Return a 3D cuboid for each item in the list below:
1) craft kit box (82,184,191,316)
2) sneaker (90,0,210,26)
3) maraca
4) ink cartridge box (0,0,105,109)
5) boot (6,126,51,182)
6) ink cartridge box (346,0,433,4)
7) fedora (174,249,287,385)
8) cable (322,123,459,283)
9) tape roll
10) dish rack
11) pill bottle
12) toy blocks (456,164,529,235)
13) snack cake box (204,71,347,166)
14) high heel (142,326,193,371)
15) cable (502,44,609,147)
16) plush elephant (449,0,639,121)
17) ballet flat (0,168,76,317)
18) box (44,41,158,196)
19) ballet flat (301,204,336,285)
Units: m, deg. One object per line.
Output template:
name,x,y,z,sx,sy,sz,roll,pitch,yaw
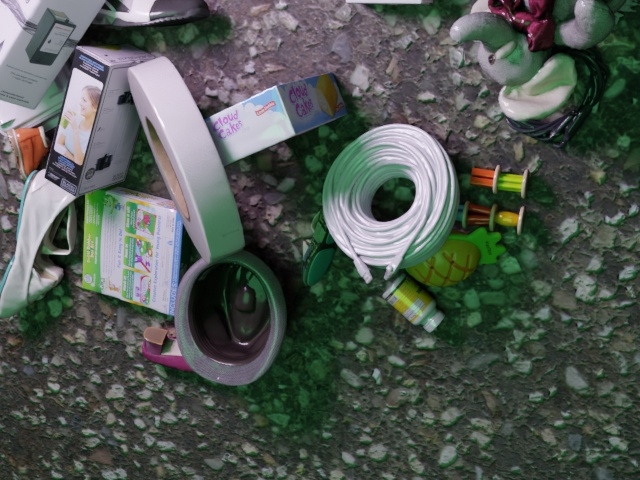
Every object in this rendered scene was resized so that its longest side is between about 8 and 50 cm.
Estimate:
craft kit box,-0.403,0.018,1.707,0.247,0.061,0.250,15,112,14
sneaker,-0.363,-0.481,1.489,0.330,0.122,0.146,9,107,22
maraca,0.244,0.027,1.427,0.186,0.099,0.127,-16,142,15
ink cartridge box,-0.551,-0.431,1.470,0.289,0.121,0.211,-48,57,21
boot,-0.633,-0.186,1.724,0.059,0.085,0.158,57,155,32
ink cartridge box,0.120,-0.499,1.317,0.140,0.082,0.190,7,107,20
fedora,-0.168,0.145,1.596,0.244,0.124,0.275,5,100,18
cable,0.127,-0.075,1.393,0.257,0.089,0.257,-44,60,12
tape roll,-0.249,-0.142,1.433,0.072,0.392,0.392,-23,100,-14
dish rack,-0.656,-0.395,1.665,0.285,0.072,0.333,-21,97,27
pill bottle,0.182,0.122,1.502,0.116,0.065,0.065,42,117,4
toy blocks,0.293,-0.077,1.400,0.148,0.054,0.123,8,110,20
snack cake box,-0.072,-0.219,1.380,0.152,0.264,0.089,-18,99,25
high heel,-0.286,0.272,1.746,0.244,0.082,0.117,15,145,2
cable,0.393,-0.259,1.312,0.150,0.047,0.184,35,119,14
plush elephant,0.314,-0.345,1.177,0.255,0.330,0.272,-44,53,26
ballet flat,-0.637,0.031,1.773,0.139,0.139,0.400,29,114,11
box,-0.440,-0.247,1.573,0.087,0.169,0.290,30,117,13
ballet flat,0.000,0.000,1.545,0.070,0.070,0.188,30,113,10
